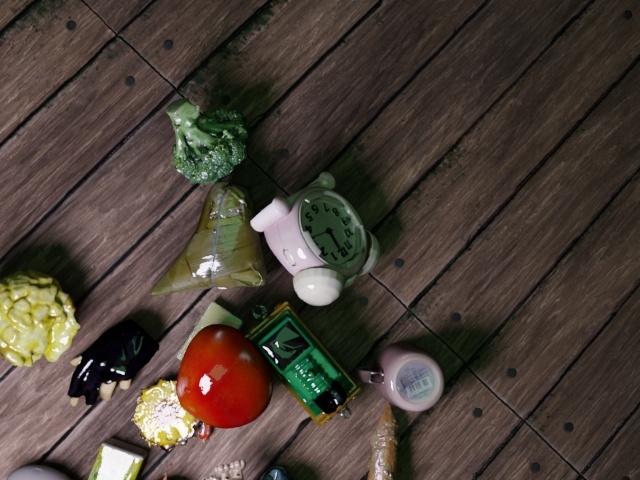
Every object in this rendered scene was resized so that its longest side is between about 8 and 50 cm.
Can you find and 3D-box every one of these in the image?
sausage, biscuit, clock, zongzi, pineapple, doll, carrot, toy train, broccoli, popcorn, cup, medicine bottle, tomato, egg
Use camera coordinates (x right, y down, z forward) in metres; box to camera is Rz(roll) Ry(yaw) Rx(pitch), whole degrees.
[{"bbox_3d":[-0.344,0.528,1.855,0.050,0.048,0.145,7,85,-43],"label":"sausage"},{"bbox_3d":[-0.330,0.296,1.877,0.121,0.040,0.199,34,82,-5],"label":"biscuit"},{"bbox_3d":[0.000,0.000,1.819,0.342,0.184,0.326,-35,87,-41],"label":"clock"},{"bbox_3d":[-0.358,0.000,1.838,0.360,0.160,0.323,-9,96,1],"label":"zongzi"},{"bbox_3d":[-0.440,0.505,1.826,0.225,0.076,0.225,-1,79,7],"label":"pineapple"},{"bbox_3d":[-0.219,0.730,1.660,0.154,0.119,0.278,-21,64,-12],"label":"doll"},{"bbox_3d":[0.197,0.625,1.886,0.102,0.102,0.263,9,78,-5],"label":"carrot"},{"bbox_3d":[-0.049,0.352,1.795,0.178,0.249,0.429,-41,90,-8],"label":"toy train"},{"bbox_3d":[-0.342,-0.300,1.833,0.270,0.270,0.270,-44,128,-7],"label":"broccoli"},{"bbox_3d":[-0.811,0.223,1.739,0.237,0.293,0.293,-29,88,-43],"label":"popcorn"},{"bbox_3d":[0.232,0.402,1.844,0.253,0.200,0.191,5,85,-5],"label":"cup"},{"bbox_3d":[-0.594,0.683,1.795,0.132,0.088,0.188,21,83,-4],"label":"medicine bottle"},{"bbox_3d":[-0.272,0.385,1.711,0.298,0.298,0.226,50,48,0],"label":"tomato"},{"bbox_3d":[-0.773,0.722,1.731,0.232,0.176,0.176,35,83,1],"label":"egg"}]

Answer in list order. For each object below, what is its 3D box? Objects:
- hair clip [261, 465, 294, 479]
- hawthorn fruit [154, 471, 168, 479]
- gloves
[{"bbox_3d":[-0.201,0.786,1.781,0.310,0.194,0.206,-18,80,-6],"label":"hair clip"},{"bbox_3d":[-0.448,0.746,1.742,0.207,0.207,0.243,15,100,-4],"label":"hawthorn fruit"},{"bbox_3d":[-0.617,0.358,1.805,0.197,0.152,0.301,38,97,25],"label":"gloves"}]
